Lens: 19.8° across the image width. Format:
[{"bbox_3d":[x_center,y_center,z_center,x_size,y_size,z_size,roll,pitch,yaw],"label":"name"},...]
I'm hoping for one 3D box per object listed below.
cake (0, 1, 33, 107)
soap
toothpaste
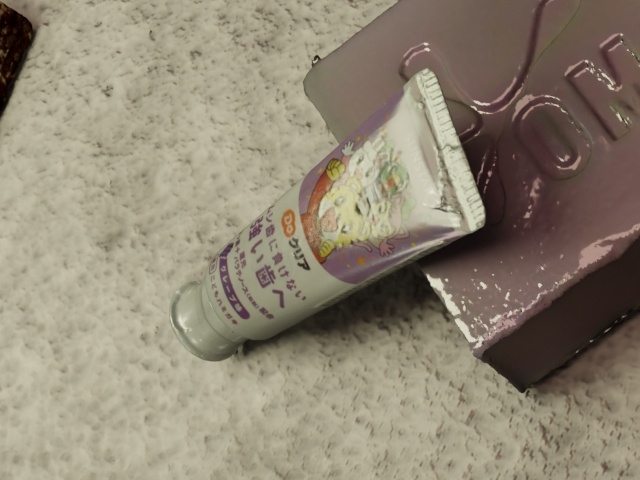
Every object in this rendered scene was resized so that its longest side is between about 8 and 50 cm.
[{"bbox_3d":[-0.352,-0.108,1.535,0.112,0.135,0.246,10,75,29],"label":"cake"},{"bbox_3d":[0.172,-0.091,1.282,0.296,0.107,0.285,-38,55,7],"label":"soap"},{"bbox_3d":[0.000,0.000,1.272,0.299,0.073,0.114,-36,64,44],"label":"toothpaste"}]
